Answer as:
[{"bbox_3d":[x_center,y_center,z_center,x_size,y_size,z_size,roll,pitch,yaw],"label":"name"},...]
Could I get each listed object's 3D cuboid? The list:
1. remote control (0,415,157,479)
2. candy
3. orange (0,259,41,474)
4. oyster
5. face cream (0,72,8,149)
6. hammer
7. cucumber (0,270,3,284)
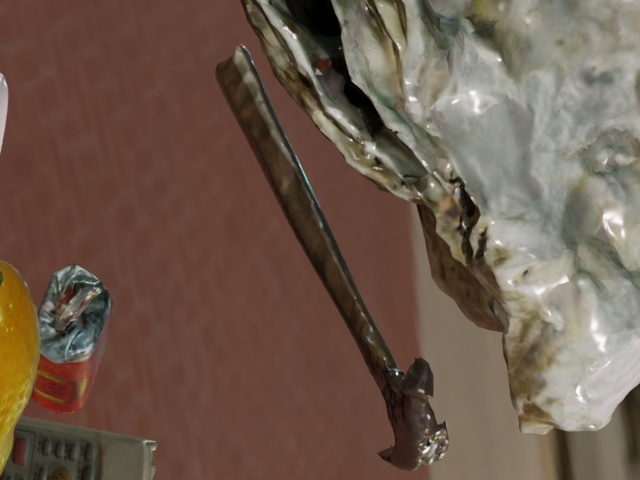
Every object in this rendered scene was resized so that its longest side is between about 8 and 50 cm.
[{"bbox_3d":[-0.276,0.247,2.032,0.038,0.285,0.123,8,89,-48],"label":"remote control"},{"bbox_3d":[-0.222,0.091,1.736,0.292,0.059,0.086,110,-1,-64],"label":"candy"},{"bbox_3d":[-0.345,0.118,1.392,0.334,0.263,0.196,-60,-158,25],"label":"orange"},{"bbox_3d":[0.050,-0.097,0.568,0.198,0.112,0.267,-49,122,-46],"label":"oyster"},{"bbox_3d":[-0.329,-0.080,1.054,0.092,0.311,0.092,-169,-90,-73],"label":"face cream"},{"bbox_3d":[0.001,0.000,1.103,0.125,0.027,0.297,90,-23,-54],"label":"hammer"},{"bbox_3d":[-0.327,0.029,1.152,0.056,0.284,0.056,-1,90,-89],"label":"cucumber"}]
